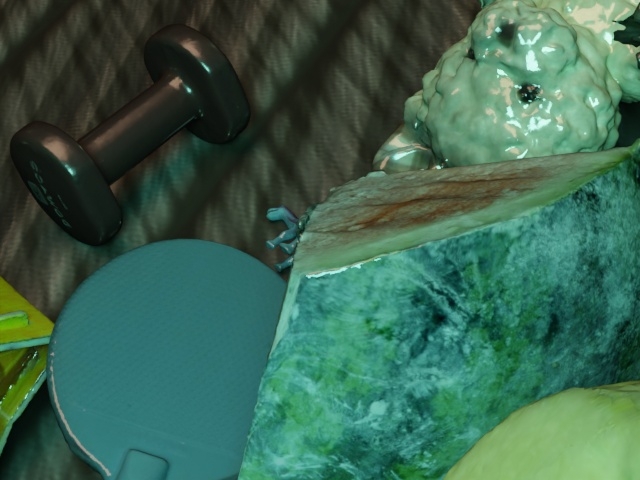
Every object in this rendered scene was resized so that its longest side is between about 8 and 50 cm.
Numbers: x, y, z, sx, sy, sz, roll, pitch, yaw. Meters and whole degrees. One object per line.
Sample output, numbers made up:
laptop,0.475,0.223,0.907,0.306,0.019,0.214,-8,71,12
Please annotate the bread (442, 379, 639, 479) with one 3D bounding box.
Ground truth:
bread,0.191,0.218,0.603,0.320,0.237,0.321,-41,34,36

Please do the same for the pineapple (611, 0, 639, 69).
pineapple,0.330,-0.050,0.852,0.202,0.202,0.362,-24,54,-5

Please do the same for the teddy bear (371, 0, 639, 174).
teddy bear,0.209,-0.205,1.052,0.362,0.375,0.327,-24,48,-27

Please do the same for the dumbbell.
dumbbell,-0.189,-0.108,1.245,0.225,0.140,0.124,-41,35,-26

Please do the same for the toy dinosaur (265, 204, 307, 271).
toy dinosaur,0.000,0.000,1.108,0.080,0.045,0.197,-36,31,-24

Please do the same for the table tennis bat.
table tennis bat,-0.115,0.125,0.949,0.215,0.044,0.329,18,47,-1

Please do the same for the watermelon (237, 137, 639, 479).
watermelon,0.076,0.047,0.908,0.387,0.228,0.258,-27,29,-17

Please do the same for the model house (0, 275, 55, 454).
model house,-0.356,0.101,0.914,0.323,0.340,0.300,-37,43,-26
